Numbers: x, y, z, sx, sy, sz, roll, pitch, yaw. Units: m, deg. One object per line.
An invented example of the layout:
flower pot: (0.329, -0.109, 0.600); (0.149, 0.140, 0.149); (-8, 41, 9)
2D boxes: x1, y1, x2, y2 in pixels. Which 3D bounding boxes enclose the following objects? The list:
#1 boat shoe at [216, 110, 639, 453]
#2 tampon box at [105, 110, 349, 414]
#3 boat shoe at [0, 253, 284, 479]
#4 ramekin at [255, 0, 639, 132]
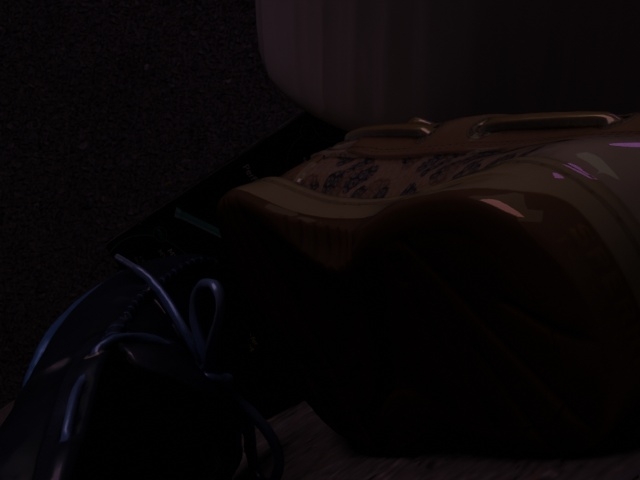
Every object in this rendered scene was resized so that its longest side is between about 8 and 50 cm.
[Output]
boat shoe: (0.044, 0.010, 0.478); (0.089, 0.105, 0.285); (-29, 12, -20)
tampon box: (0.000, 0.000, 0.727); (0.161, 0.120, 0.101); (-30, 5, 33)
boat shoe: (-0.064, 0.084, 0.533); (0.089, 0.109, 0.258); (-23, 24, 26)
ramekin: (0.097, -0.132, 0.633); (0.277, 0.135, 0.277); (3, 24, -1)
